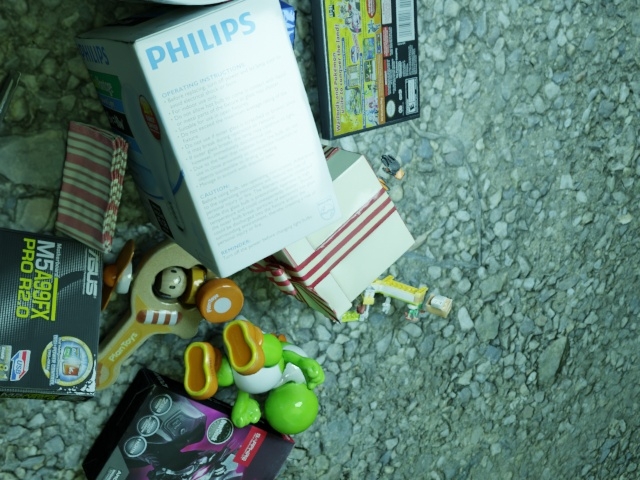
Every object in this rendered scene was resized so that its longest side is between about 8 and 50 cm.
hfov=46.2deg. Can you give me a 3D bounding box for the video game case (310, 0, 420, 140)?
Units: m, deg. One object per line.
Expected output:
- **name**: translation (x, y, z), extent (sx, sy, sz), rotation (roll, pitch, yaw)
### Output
- **video game case**: translation (0.095, -0.353, 1.461), extent (0.248, 0.035, 0.274), rotation (-20, 115, -35)

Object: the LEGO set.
- **LEGO set**: translation (0.129, 0.144, 1.609), extent (0.287, 0.132, 0.107), rotation (6, 110, -8)

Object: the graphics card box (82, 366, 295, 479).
- **graphics card box**: translation (-0.255, 0.430, 1.512), extent (0.371, 0.094, 0.232), rotation (33, 88, -32)

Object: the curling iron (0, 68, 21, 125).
- **curling iron**: translation (-0.553, -0.153, 1.193), extent (0.068, 0.035, 0.274), rotation (34, 88, -33)

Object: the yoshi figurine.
- **yoshi figurine**: translation (-0.096, 0.281, 1.442), extent (0.362, 0.204, 0.203), rotation (34, 79, -60)

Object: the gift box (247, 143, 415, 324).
- **gift box**: translation (0.000, 0.000, 1.421), extent (0.258, 0.255, 0.276), rotation (-41, 114, -14)

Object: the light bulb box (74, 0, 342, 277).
- **light bulb box**: translation (-0.184, -0.186, 1.197), extent (0.225, 0.358, 0.361), rotation (-28, 116, -21)

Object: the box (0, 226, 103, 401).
- **box**: translation (-0.474, 0.120, 1.226), extent (0.216, 0.060, 0.270), rotation (11, 64, -30)

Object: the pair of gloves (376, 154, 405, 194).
- **pair of gloves**: translation (0.138, -0.137, 1.596), extent (0.074, 0.010, 0.083), rotation (42, 83, -32)

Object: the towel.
- **towel**: translation (-0.386, -0.090, 1.245), extent (0.029, 0.144, 0.197), rotation (-3, 109, -53)

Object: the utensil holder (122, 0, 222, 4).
- **utensil holder**: translation (-0.222, -0.495, 1.046), extent (0.328, 0.385, 0.327), rotation (-8, 111, -22)

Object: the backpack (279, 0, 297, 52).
- **backpack**: translation (-0.101, -0.362, 1.344), extent (0.101, 0.098, 0.120), rotation (-12, 124, -19)

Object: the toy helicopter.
- **toy helicopter**: translation (-0.330, 0.131, 1.358), extent (0.355, 0.140, 0.235), rotation (-47, 128, 5)
